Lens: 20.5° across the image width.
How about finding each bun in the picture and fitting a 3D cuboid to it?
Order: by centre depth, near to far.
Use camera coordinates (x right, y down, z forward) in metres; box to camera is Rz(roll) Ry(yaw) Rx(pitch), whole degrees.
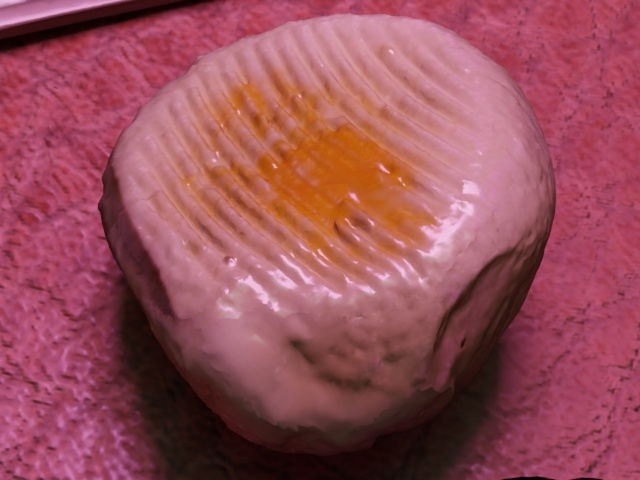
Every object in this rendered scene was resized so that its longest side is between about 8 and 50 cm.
[{"bbox_3d":[0.000,0.000,0.891,0.244,0.153,0.244,-7,44,7],"label":"bun"}]

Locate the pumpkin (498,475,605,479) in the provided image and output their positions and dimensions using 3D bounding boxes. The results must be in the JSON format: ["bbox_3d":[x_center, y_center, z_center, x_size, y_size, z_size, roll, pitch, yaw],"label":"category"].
[{"bbox_3d":[0.087,0.210,0.742,0.250,0.216,0.250,-13,52,18],"label":"pumpkin"}]

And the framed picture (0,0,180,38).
[{"bbox_3d":[-0.146,-0.265,1.086,0.213,0.016,0.289,-14,69,-17],"label":"framed picture"}]
